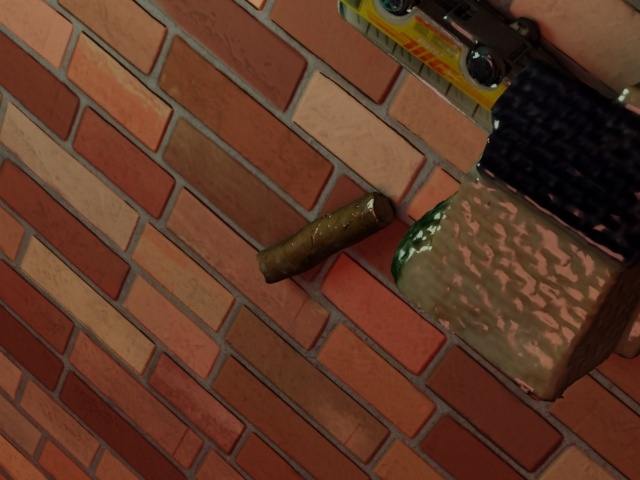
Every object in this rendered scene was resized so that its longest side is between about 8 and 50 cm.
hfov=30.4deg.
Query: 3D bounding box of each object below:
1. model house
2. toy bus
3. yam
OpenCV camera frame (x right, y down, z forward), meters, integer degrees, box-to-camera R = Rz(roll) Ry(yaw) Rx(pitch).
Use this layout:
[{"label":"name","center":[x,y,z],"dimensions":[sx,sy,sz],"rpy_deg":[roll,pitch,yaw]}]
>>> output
[{"label":"model house","center":[0.264,-0.046,1.117],"dimensions":[0.243,0.298,0.284],"rpy_deg":[41,130,18]},{"label":"toy bus","center":[0.138,-0.215,1.258],"dimensions":[0.268,0.092,0.106],"rpy_deg":[40,142,10]},{"label":"yam","center":[0.000,0.000,1.504],"dimensions":[0.241,0.057,0.056],"rpy_deg":[-27,97,43]}]
